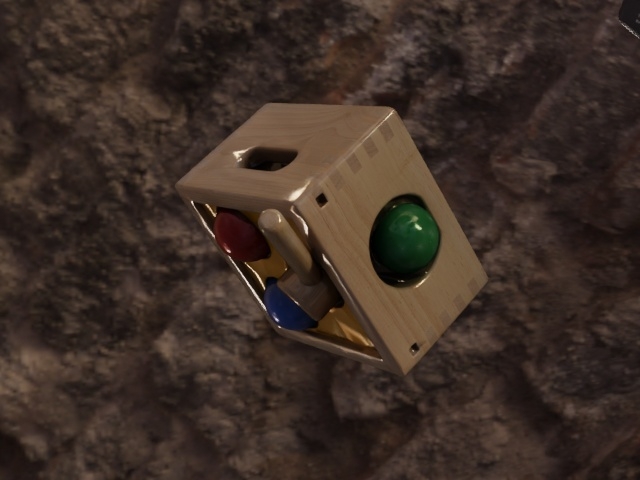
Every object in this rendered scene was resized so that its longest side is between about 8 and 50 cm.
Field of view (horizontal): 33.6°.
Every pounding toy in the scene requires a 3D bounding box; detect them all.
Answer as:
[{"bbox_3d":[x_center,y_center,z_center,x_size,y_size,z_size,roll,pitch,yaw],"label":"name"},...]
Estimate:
[{"bbox_3d":[0.000,0.000,0.514,0.141,0.100,0.130,12,-39,53],"label":"pounding toy"}]

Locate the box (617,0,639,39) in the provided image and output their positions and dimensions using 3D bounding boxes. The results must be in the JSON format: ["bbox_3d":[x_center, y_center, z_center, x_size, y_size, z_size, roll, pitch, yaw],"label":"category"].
[{"bbox_3d":[0.403,-0.269,0.709,0.293,0.395,0.212,-43,-106,-6],"label":"box"}]
